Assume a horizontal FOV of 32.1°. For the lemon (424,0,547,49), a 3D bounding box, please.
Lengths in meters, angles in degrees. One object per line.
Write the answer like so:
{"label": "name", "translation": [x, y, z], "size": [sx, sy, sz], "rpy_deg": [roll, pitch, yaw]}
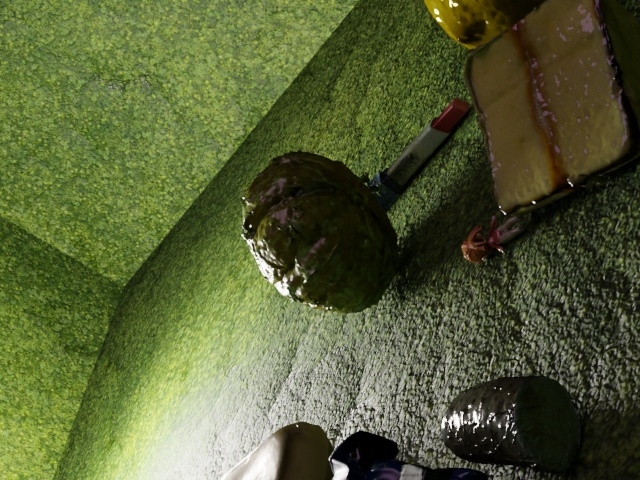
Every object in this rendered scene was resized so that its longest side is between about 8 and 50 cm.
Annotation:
{"label": "lemon", "translation": [0.317, -0.458, 1.787], "size": [0.336, 0.336, 0.336], "rpy_deg": [-50, 18, 23]}

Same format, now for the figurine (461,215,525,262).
{"label": "figurine", "translation": [0.249, -0.005, 1.609], "size": [0.109, 0.047, 0.064], "rpy_deg": [-34, 51, 39]}

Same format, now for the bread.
{"label": "bread", "translation": [0.315, -0.181, 1.505], "size": [0.263, 0.198, 0.236], "rpy_deg": [-32, 37, 52]}

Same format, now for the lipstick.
{"label": "lipstick", "translation": [0.164, -0.147, 2.081], "size": [0.312, 0.051, 0.051], "rpy_deg": [-49, 18, 25]}

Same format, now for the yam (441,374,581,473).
{"label": "yam", "translation": [0.212, 0.204, 1.250], "size": [0.107, 0.107, 0.183], "rpy_deg": [-64, 17, -20]}

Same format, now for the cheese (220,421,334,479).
{"label": "cheese", "translation": [-0.085, 0.428, 1.630], "size": [0.259, 0.128, 0.315], "rpy_deg": [-46, 22, 28]}

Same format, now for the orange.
{"label": "orange", "translation": [0.000, 0.000, 1.891], "size": [0.223, 0.300, 0.301], "rpy_deg": [-45, 48, 23]}

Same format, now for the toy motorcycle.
{"label": "toy motorcycle", "translation": [0.085, 0.320, 1.308], "size": [0.331, 0.125, 0.196], "rpy_deg": [-23, 51, 59]}
